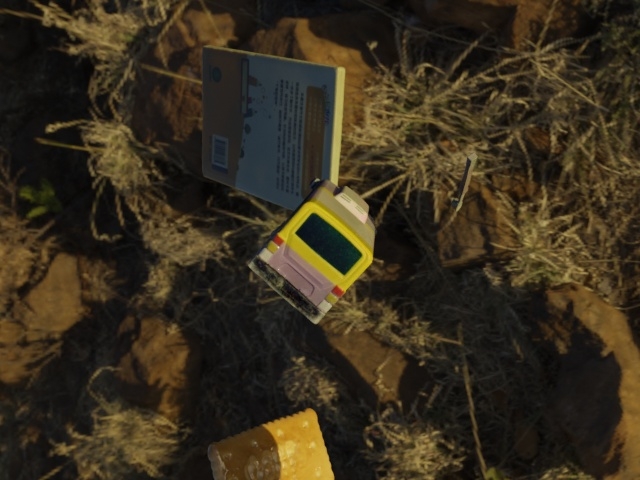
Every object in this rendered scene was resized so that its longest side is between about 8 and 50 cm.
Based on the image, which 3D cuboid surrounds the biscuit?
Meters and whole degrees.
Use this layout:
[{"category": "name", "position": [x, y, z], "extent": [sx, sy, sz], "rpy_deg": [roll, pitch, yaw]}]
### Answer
[{"category": "biscuit", "position": [-0.085, 0.417, 1.350], "extent": [0.030, 0.249, 0.160], "rpy_deg": [-25, 78, 49]}]

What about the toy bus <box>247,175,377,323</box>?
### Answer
[{"category": "toy bus", "position": [0.000, 0.000, 0.409], "extent": [0.052, 0.102, 0.058], "rpy_deg": [42, 103, -4]}]

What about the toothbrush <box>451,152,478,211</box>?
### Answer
[{"category": "toothbrush", "position": [0.229, -0.089, 1.167], "extent": [0.014, 0.194, 0.017], "rpy_deg": [-37, 73, -11]}]

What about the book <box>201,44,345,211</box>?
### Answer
[{"category": "book", "position": [-0.080, -0.159, 1.040], "extent": [0.295, 0.020, 0.208], "rpy_deg": [22, 116, 42]}]
